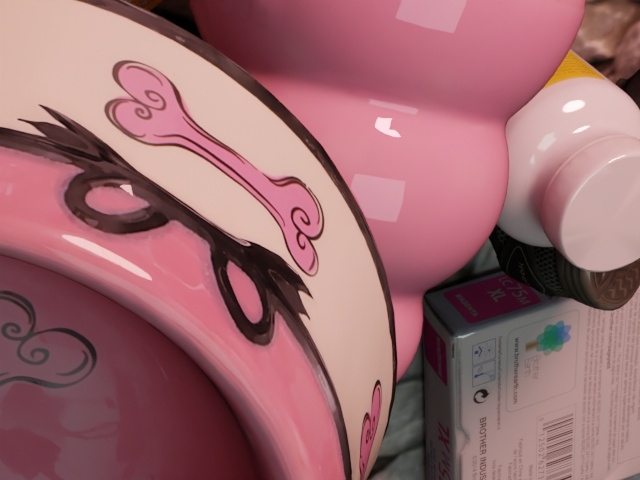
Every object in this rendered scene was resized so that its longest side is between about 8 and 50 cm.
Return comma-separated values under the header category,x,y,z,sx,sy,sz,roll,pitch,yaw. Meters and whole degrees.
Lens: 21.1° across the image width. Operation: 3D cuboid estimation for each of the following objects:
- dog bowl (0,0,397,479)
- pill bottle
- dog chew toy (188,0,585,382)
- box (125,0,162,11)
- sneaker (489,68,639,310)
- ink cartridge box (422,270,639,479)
category,x,y,z,sx,sy,sz,roll,pitch,yaw
dog bowl,-0.166,0.094,0.762,0.408,0.150,0.408,0,121,0
pill bottle,0.121,-0.060,0.979,0.103,0.184,0.103,-14,126,-20
dog chew toy,0.012,-0.062,0.877,0.207,0.206,0.332,9,101,-32
box,-0.135,-0.161,0.879,0.081,0.028,0.136,-38,132,0
sneaker,0.175,-0.061,1.083,0.227,0.130,0.087,-56,133,-21
ink cartridge box,0.221,0.081,1.209,0.311,0.065,0.185,-15,127,-16
